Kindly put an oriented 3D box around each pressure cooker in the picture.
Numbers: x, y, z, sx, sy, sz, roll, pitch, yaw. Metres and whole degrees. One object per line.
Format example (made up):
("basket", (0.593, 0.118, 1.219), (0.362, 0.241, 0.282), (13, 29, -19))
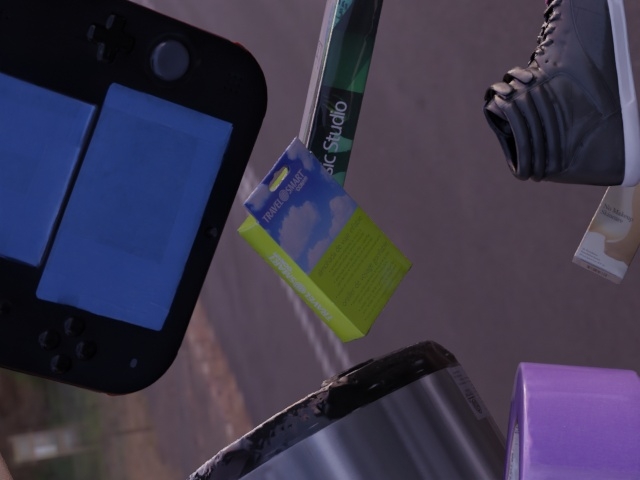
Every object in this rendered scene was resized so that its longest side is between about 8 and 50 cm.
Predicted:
("pressure cooker", (0.086, 0.367, 1.796), (0.420, 0.370, 0.375), (59, 140, 10))

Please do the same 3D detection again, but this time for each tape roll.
("tape roll", (0.182, 0.230, 1.202), (0.275, 0.090, 0.275), (5, -90, -86))

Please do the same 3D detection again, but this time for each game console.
("game console", (-0.248, -0.054, 1.605), (0.060, 0.342, 0.387), (24, 95, 56))

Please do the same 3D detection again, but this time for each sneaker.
("sneaker", (0.235, -0.192, 1.659), (0.104, 0.146, 0.296), (104, 159, -79))

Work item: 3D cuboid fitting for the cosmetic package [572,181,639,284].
("cosmetic package", (0.323, -0.017, 1.741), (0.115, 0.060, 0.041), (-64, -9, -8))

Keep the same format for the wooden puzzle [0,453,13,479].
("wooden puzzle", (-0.454, 0.343, 1.892), (0.322, 0.080, 0.348), (56, -169, 29))

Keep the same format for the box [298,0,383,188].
("box", (0.013, -0.160, 1.905), (0.232, 0.058, 0.322), (-100, 21, -79))

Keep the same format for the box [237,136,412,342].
("box", (0.000, 0.000, 1.567), (0.178, 0.109, 0.042), (47, 143, -16))
